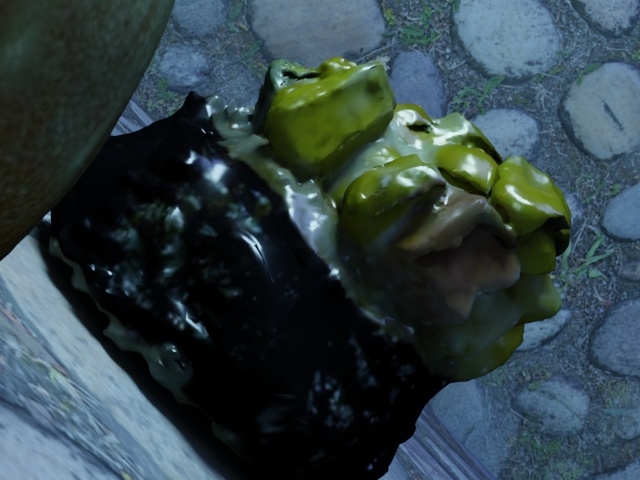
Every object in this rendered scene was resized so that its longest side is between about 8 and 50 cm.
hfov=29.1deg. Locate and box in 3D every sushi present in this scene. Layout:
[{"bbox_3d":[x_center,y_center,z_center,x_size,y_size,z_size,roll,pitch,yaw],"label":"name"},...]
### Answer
[{"bbox_3d":[0.000,0.000,0.908,0.328,0.285,0.328,46,2,21],"label":"sushi"}]

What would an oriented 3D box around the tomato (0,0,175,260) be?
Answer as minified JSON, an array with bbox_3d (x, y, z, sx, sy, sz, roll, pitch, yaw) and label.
[{"bbox_3d":[-0.178,-0.137,0.511,0.303,0.239,0.303,49,4,-5],"label":"tomato"}]
